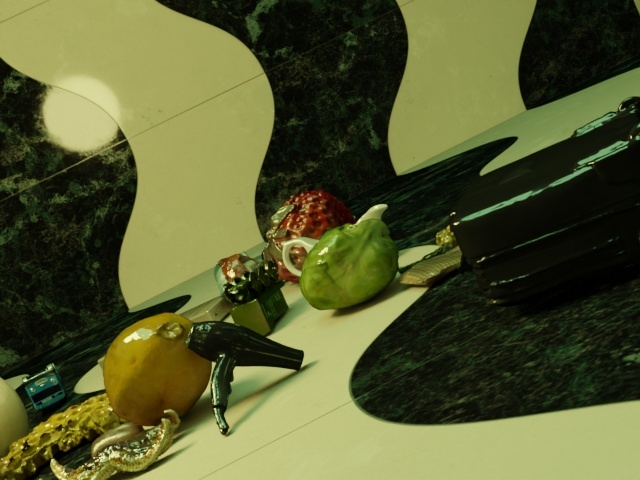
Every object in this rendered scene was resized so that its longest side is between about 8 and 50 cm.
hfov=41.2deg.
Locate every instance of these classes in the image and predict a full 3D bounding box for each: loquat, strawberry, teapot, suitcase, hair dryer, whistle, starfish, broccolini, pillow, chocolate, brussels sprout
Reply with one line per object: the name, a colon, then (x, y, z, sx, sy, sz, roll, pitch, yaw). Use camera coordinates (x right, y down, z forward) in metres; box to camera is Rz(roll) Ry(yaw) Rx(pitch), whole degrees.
loquat: (-0.282, 0.229, 1.481, 0.187, 0.176, 0.234, -2, -46, -37)
strawberry: (0.000, 0.000, 2.269, 0.149, 0.265, 0.336, 33, 27, 31)
teapot: (0.048, 0.020, 2.029, 0.298, 0.139, 0.204, -23, 10, 18)
suitcase: (0.357, -0.055, 1.247, 0.339, 0.188, 0.345, -22, 10, 21)
hair dryer: (-0.128, 0.226, 1.355, 0.219, 0.196, 0.075, -86, 15, -51)
whistle: (-0.195, 0.092, 2.386, 0.133, 0.142, 0.346, -68, -13, 20)
starfish: (-0.331, 0.344, 1.341, 0.216, 0.071, 0.238, -27, -6, 42)
broccolini: (0.216, 0.041, 1.743, 0.035, 0.030, 0.140, -22, -3, -46)
pillow: (0.251, 0.034, 1.618, 0.211, 0.034, 0.135, -27, 5, -16)
chocolate: (-0.366, 0.353, 1.522, 0.101, 0.031, 0.064, -25, 11, -5)
brussels sprout: (0.056, 0.056, 1.701, 0.223, 0.161, 0.223, -32, -15, -10)

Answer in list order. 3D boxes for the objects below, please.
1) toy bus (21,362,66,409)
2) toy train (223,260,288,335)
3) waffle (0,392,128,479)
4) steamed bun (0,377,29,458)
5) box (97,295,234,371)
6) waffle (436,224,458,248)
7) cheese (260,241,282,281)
toy bus: (-0.727, 0.389, 2.253, 0.090, 0.106, 0.185, -25, 1, -17)
toy train: (-0.138, 0.131, 1.911, 0.090, 0.137, 0.225, -22, 4, 18)
waffle: (-0.502, 0.378, 1.683, 0.293, 0.069, 0.260, -26, 8, -8)
steamed bun: (-0.785, 0.381, 1.793, 0.309, 0.309, 0.309, -26, 7, 3)
box: (-0.421, 0.253, 2.364, 0.365, 0.051, 0.204, -24, 7, 17)
waffle: (0.329, -0.032, 1.798, 0.191, 0.038, 0.191, -26, 6, 3)
cheese: (-0.096, 0.042, 2.379, 0.156, 0.064, 0.250, -63, -26, 3)
